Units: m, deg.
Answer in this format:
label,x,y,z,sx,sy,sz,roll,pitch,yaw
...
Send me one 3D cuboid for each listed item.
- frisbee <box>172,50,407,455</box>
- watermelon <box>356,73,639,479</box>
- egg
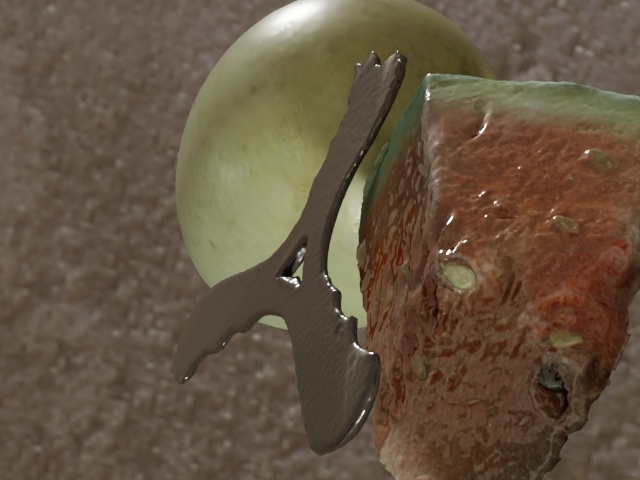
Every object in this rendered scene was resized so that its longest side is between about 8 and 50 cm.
label,x,y,z,sx,sy,sz,roll,pitch,yaw
frisbee,0.000,0.000,0.850,0.187,0.012,0.211,-66,25,0
watermelon,0.091,0.032,0.986,0.193,0.139,0.257,125,164,-47
egg,0.005,-0.043,1.277,0.295,0.218,0.218,-43,46,51
